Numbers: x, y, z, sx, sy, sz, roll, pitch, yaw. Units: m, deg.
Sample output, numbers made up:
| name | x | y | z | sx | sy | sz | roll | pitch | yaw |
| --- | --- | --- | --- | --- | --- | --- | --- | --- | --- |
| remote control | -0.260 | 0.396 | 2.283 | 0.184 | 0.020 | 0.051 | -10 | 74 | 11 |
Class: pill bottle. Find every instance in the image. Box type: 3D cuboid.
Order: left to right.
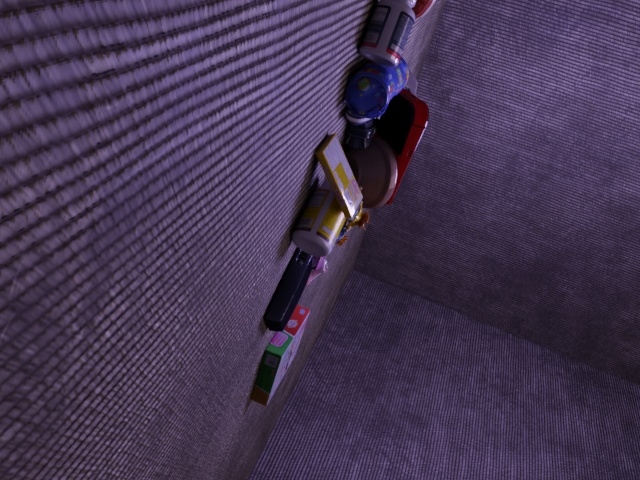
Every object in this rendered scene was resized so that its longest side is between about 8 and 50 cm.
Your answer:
| name | x | y | z | sx | sy | sz | roll | pitch | yaw |
| --- | --- | --- | --- | --- | --- | --- | --- | --- | --- |
| pill bottle | 0.012 | -0.070 | 1.390 | 0.117 | 0.117 | 0.215 | 95 | 19 | -64 |
| pill bottle | 0.177 | -0.545 | 1.256 | 0.108 | 0.108 | 0.180 | -28 | 139 | -78 |

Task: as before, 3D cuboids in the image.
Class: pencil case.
| name | x | y | z | sx | sy | sz | roll | pitch | yaw |
| --- | --- | --- | --- | --- | --- | --- | --- | --- | --- |
| pencil case | 0.165 | -0.436 | 1.392 | 0.133 | 0.119 | 0.306 | 66 | 30 | -23 |

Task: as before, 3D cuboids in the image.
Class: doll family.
| name | x | y | z | sx | sy | sz | roll | pitch | yaw |
| --- | --- | --- | --- | --- | --- | --- | --- | --- | --- |
| doll family | 0.064 | -0.045 | 1.538 | 0.263 | 0.118 | 0.163 | -46 | 163 | 1 |

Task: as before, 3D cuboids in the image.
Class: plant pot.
| name | x | y | z | sx | sy | sz | roll | pitch | yaw |
| --- | --- | --- | --- | --- | --- | --- | --- | --- | --- |
| plant pot | 0.130 | -0.220 | 1.617 | 0.110 | 0.237 | 0.237 | -6 | 127 | -36 |

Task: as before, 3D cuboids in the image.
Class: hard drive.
| name | x | y | z | sx | sy | sz | roll | pitch | yaw |
| --- | --- | --- | --- | --- | --- | --- | --- | --- | --- |
| hard drive | -0.091 | 0.152 | 1.527 | 0.172 | 0.054 | 0.254 | 94 | 20 | -66 |

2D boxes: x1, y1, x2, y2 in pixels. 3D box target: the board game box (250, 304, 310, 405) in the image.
| name | x | y | z | sx | sy | sz | roll | pitch | yaw |
| --- | --- | --- | --- | --- | --- | --- | --- | --- | --- |
| board game box | -0.143 | 0.417 | 1.844 | 0.316 | 0.064 | 0.242 | -52 | 162 | -63 |

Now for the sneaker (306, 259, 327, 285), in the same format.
| name | x | y | z | sx | sy | sz | roll | pitch | yaw |
| --- | --- | --- | --- | --- | --- | --- | --- | --- | --- |
| sneaker | -0.016 | 0.123 | 1.892 | 0.051 | 0.070 | 0.134 | -51 | 163 | -70 |

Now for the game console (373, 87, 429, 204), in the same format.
| name | x | y | z | sx | sy | sz | roll | pitch | yaw |
| --- | --- | --- | --- | --- | --- | --- | --- | --- | --- |
| game console | 0.232 | -0.348 | 1.712 | 0.386 | 0.060 | 0.341 | -112 | -146 | -58 |

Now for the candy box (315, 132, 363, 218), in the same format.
| name | x | y | z | sx | sy | sz | roll | pitch | yaw |
| --- | --- | --- | --- | --- | --- | --- | --- | --- | --- |
| candy box | 0.053 | -0.170 | 1.321 | 0.205 | 0.027 | 0.105 | 64 | 33 | -27 |

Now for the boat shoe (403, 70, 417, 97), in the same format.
| name | x | y | z | sx | sy | sz | roll | pitch | yaw |
| --- | --- | --- | --- | --- | --- | --- | --- | --- | --- |
| boat shoe | 0.283 | -0.522 | 1.875 | 0.158 | 0.127 | 0.340 | -52 | -154 | 41 |

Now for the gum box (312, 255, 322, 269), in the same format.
| name | x | y | z | sx | sy | sz | roll | pitch | yaw |
| --- | --- | --- | --- | --- | --- | --- | --- | --- | --- |
| gum box | 0.000 | 0.000 | 1.690 | 0.107 | 0.062 | 0.188 | -10 | 122 | -81 |

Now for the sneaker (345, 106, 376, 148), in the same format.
| name | x | y | z | sx | sy | sz | roll | pitch | yaw |
| --- | --- | --- | --- | --- | --- | --- | --- | --- | --- |
| sneaker | 0.116 | -0.337 | 1.484 | 0.226 | 0.086 | 0.163 | -56 | 164 | -56 |

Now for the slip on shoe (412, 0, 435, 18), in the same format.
| name | x | y | z | sx | sy | sz | roll | pitch | yaw |
| --- | --- | --- | --- | --- | --- | --- | --- | --- | --- |
| slip on shoe | 0.301 | -0.798 | 1.471 | 0.101 | 0.123 | 0.331 | -31 | 165 | -16 |
